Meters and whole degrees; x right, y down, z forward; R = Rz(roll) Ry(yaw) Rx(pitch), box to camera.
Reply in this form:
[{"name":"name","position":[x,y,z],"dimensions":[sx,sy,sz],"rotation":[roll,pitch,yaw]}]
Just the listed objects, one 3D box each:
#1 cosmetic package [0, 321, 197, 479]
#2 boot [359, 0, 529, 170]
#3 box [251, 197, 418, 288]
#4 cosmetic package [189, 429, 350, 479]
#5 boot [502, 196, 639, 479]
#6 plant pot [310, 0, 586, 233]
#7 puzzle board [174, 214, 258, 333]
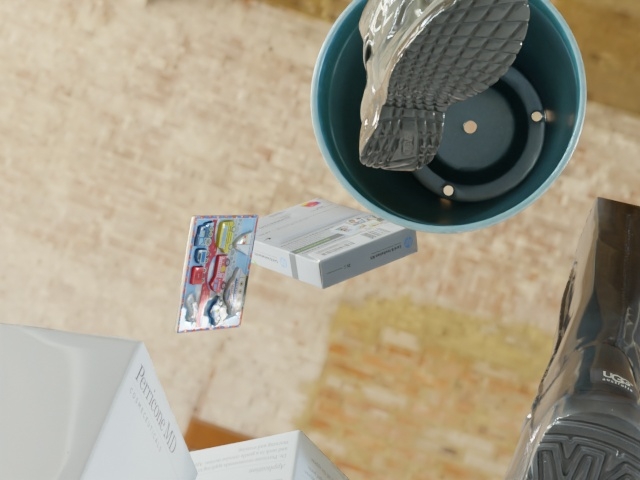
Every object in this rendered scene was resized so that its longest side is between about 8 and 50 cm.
[{"name":"cosmetic package","position":[-0.246,0.280,1.183],"dimensions":[0.156,0.385,0.217],"rotation":[7,-37,18]},{"name":"boot","position":[0.078,-0.176,1.150],"dimensions":[0.083,0.161,0.246],"rotation":[6,-28,-18]},{"name":"box","position":[0.000,0.000,1.747],"dimensions":[0.145,0.038,0.186],"rotation":[-21,25,-34]},{"name":"cosmetic package","position":[-0.057,0.318,1.508],"dimensions":[0.151,0.184,0.151],"rotation":[-14,-44,28]},{"name":"boot","position":[0.274,0.197,1.640],"dimensions":[0.146,0.367,0.445],"rotation":[23,32,-1]},{"name":"plant pot","position":[0.146,-0.133,1.570],"dimensions":[0.271,0.272,0.255],"rotation":[16,-1,12]},{"name":"puzzle board","position":[-0.109,0.035,1.579],"dimensions":[0.011,0.128,0.096],"rotation":[20,15,40]}]
